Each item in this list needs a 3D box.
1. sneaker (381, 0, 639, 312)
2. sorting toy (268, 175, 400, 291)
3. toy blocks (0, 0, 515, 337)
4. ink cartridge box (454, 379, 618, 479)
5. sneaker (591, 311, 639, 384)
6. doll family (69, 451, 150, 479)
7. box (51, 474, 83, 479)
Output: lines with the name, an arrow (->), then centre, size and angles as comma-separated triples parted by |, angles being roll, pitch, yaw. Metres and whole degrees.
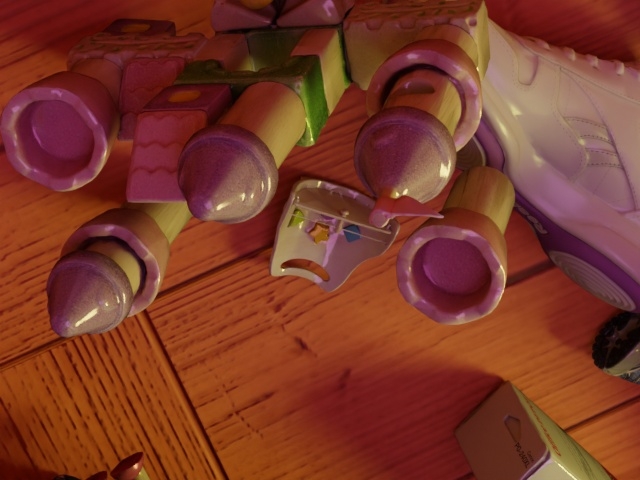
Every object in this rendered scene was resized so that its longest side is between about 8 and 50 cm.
sneaker -> 0.162, -0.089, 1.115 | 0.305, 0.114, 0.152 | 43, 78, -24
sorting toy -> 0.000, 0.000, 1.134 | 0.083, 0.045, 0.075 | 17, 115, -20
toy blocks -> -0.049, -0.084, 0.916 | 0.288, 0.260, 0.309 | 0, 115, 17
ink cartridge box -> 0.179, 0.190, 1.219 | 0.063, 0.109, 0.150 | -44, 115, 10
sneaker -> 0.268, 0.056, 1.223 | 0.135, 0.052, 0.058 | -43, 126, 15
doll family -> -0.186, 0.266, 1.170 | 0.263, 0.118, 0.163 | -27, 99, -6
box -> -0.112, 0.452, 1.045 | 0.480, 0.297, 0.471 | -43, 133, 20
